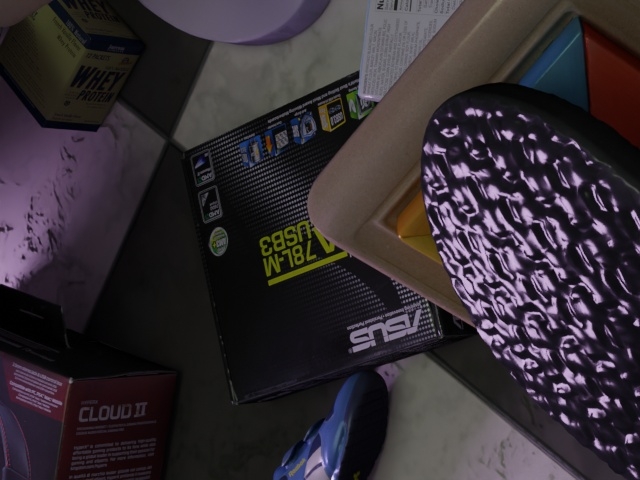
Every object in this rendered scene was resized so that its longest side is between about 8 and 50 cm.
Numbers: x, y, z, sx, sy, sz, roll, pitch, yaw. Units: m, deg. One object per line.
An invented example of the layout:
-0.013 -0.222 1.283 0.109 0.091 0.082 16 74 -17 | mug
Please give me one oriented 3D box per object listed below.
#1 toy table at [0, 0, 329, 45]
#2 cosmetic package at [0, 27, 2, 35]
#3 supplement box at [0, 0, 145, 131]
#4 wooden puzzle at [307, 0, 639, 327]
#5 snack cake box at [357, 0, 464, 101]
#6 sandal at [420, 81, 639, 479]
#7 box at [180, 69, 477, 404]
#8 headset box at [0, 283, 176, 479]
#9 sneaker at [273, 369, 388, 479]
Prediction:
-0.127 -0.250 1.154 0.274 0.161 0.252 33 110 36 | toy table
-0.438 -0.062 1.189 0.327 0.329 0.394 -60 17 25 | cosmetic package
-0.192 -0.141 1.271 0.083 0.056 0.083 48 119 30 | supplement box
0.145 -0.024 0.911 0.221 0.238 0.044 -49 16 28 | wooden puzzle
0.119 -0.204 0.994 0.152 0.089 0.264 11 96 41 | snack cake box
0.231 0.073 0.805 0.445 0.107 0.168 39 138 22 | sandal
0.000 0.000 1.119 0.190 0.045 0.184 -20 74 38 | box
-0.235 0.183 1.268 0.218 0.110 0.293 17 100 39 | headset box
0.000 0.147 1.108 0.059 0.053 0.144 28 106 29 | sneaker
